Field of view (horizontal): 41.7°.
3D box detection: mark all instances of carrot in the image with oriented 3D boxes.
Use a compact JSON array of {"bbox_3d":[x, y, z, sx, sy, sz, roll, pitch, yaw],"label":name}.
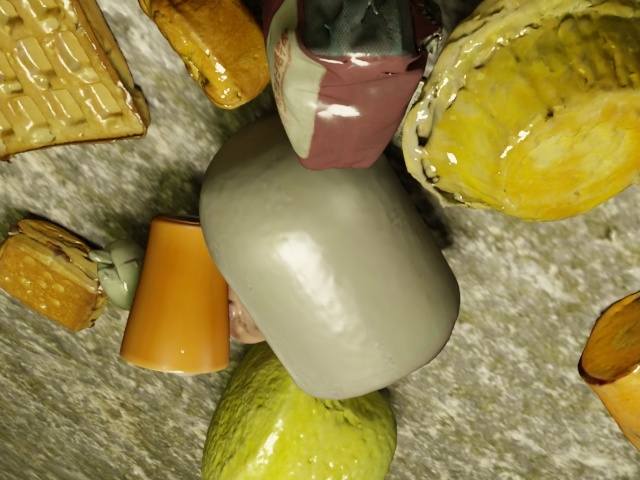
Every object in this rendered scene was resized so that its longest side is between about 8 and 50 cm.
[{"bbox_3d":[0.581,0.260,1.352,0.340,0.224,0.224,43,132,-14],"label":"carrot"}]

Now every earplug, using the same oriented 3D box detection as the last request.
[{"bbox_3d":[0.000,0.000,1.263,0.312,0.313,0.394,-12,125,30],"label":"earplug"}]

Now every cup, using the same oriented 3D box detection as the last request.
[{"bbox_3d":[-0.236,0.090,1.413,0.182,0.226,0.264,6,97,-23],"label":"cup"}]

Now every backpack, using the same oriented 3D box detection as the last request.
[{"bbox_3d":[0.028,-0.275,1.014,0.197,0.317,0.283,-1,157,-11],"label":"backpack"}]

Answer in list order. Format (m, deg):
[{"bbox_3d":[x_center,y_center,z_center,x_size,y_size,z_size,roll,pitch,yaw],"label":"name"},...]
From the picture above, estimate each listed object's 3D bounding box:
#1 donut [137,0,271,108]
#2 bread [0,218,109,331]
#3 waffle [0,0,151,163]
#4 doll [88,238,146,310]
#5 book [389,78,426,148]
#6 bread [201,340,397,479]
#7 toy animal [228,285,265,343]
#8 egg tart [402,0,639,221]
[{"bbox_3d":[-0.150,-0.280,1.131,0.114,0.226,0.227,-38,117,0],"label":"donut"},{"bbox_3d":[-0.526,0.064,1.672,0.235,0.099,0.210,33,138,-7],"label":"bread"},{"bbox_3d":[-0.468,-0.275,1.351,0.348,0.077,0.304,-4,131,24],"label":"waffle"},{"bbox_3d":[-0.340,0.069,1.556,0.113,0.155,0.275,-23,160,-4],"label":"doll"},{"bbox_3d":[0.154,-0.180,1.246,0.181,0.014,0.127,22,135,1],"label":"book"},{"bbox_3d":[-0.041,0.363,1.619,0.307,0.348,0.348,27,136,-21],"label":"bread"},{"bbox_3d":[-0.139,0.108,1.530,0.250,0.154,0.167,11,125,36],"label":"toy animal"},{"bbox_3d":[0.291,-0.150,1.021,0.387,0.169,0.388,-13,141,-11],"label":"egg tart"}]
